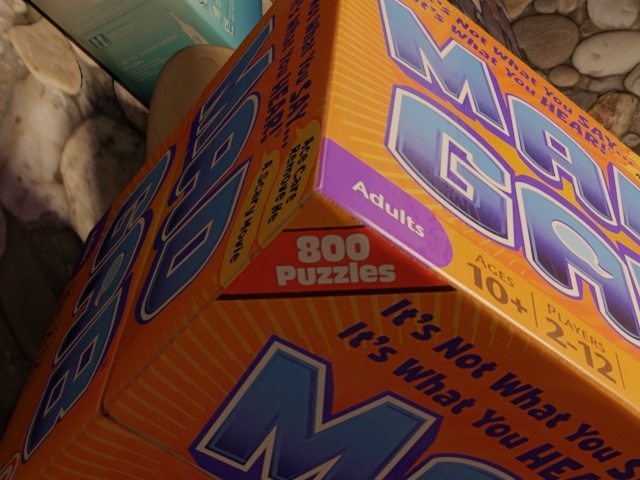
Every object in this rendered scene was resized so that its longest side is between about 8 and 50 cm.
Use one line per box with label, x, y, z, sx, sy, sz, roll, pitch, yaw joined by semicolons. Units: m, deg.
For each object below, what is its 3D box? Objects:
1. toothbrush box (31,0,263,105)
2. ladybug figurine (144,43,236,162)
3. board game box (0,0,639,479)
toothbrush box;-0.186;-0.291;1.048;0.295;0.126;0.216;42;34;-47
ladybug figurine;0.000;0.000;1.045;0.449;0.305;0.161;41;73;-28
board game box;0.036;0.081;0.739;0.356;0.356;0.356;34;31;-18
